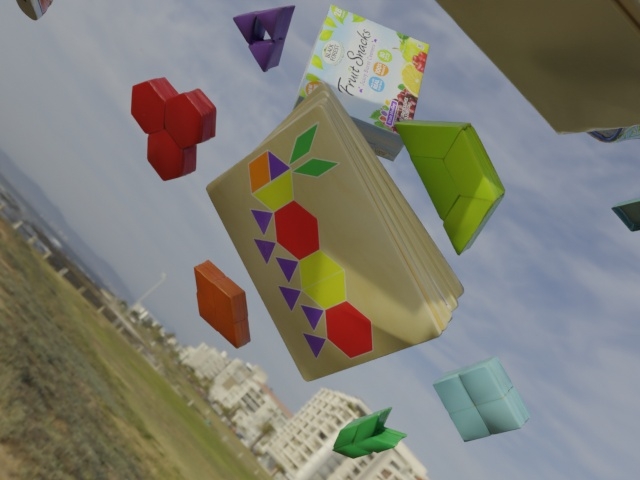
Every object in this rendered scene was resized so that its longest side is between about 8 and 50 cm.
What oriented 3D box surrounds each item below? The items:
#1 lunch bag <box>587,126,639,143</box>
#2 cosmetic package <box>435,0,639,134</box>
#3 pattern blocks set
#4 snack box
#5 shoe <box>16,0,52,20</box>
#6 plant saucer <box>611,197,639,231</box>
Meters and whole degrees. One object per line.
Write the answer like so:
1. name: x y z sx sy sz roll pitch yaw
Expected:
1. lunch bag: 0.344 -0.268 0.906 0.303 0.115 0.243 -119 -154 -48
2. cosmetic package: 0.118 -0.210 0.394 0.309 0.160 0.113 33 -19 -33
3. pattern blocks set: 0.000 0.000 0.507 0.286 0.026 0.324 -17 -84 41
4. snack box: 0.063 -0.244 1.110 0.175 0.207 0.070 21 -34 -7
5. shoe: -0.507 -0.471 1.287 0.063 0.081 0.178 36 -20 -1
6. plant saucer: 0.573 -0.058 1.164 0.067 0.018 0.192 42 -31 -21
